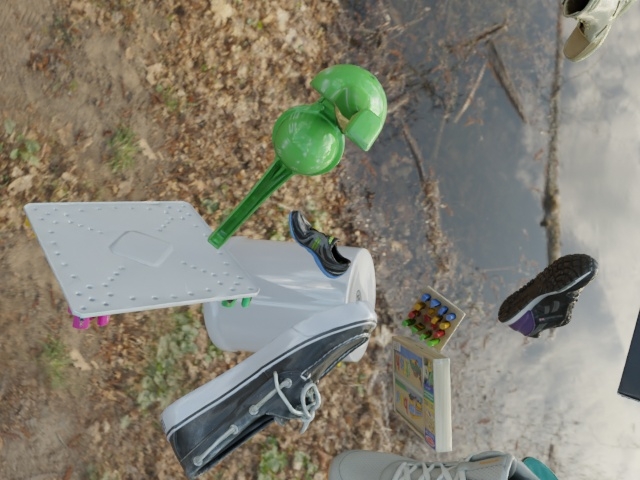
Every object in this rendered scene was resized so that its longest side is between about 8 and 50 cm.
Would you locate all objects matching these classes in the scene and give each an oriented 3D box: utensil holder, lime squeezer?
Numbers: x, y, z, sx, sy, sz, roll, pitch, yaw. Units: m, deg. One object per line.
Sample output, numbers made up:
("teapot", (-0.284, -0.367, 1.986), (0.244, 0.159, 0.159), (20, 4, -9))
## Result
("utensil holder", (-0.071, 0.157, 1.696), (0.328, 0.386, 0.327), (2, 90, -71))
("lime squeezer", (-0.007, -0.059, 0.438), (0.059, 0.310, 0.109), (24, 73, -18))

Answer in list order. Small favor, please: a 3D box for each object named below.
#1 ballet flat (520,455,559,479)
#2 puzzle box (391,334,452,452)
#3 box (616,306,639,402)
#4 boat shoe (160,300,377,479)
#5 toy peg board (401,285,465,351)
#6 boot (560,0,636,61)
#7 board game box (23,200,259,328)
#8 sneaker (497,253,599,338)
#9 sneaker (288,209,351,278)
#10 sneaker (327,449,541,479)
("ballet flat", (0.515, 0.587, 1.342), (0.086, 0.086, 0.248), (-13, 50, -35))
("puzzle box", (0.309, 0.465, 1.953), (0.052, 0.409, 0.271), (-3, 91, -10))
("box", (0.411, 0.032, 0.657), (0.184, 0.103, 0.261), (-30, 129, -50))
("boat shoe", (-0.049, 0.189, 0.778), (0.306, 0.113, 0.105), (-29, 65, -8))
("toy peg board", (0.361, 0.262, 2.050), (0.079, 0.161, 0.160), (-6, 129, -58))
("boot", (0.590, -0.496, 1.393), (0.165, 0.213, 0.077), (-9, 60, -34))
("board game box", (-0.388, 0.034, 1.336), (0.390, 0.390, 0.050), (-3, 125, -39))
("sneaker", (0.571, 0.138, 1.492), (0.124, 0.283, 0.107), (34, 44, -11))
("sneaker", (0.000, 0.000, 1.395), (0.188, 0.078, 0.067), (50, 33, -11))
("sneaker", (0.129, 0.229, 0.569), (0.099, 0.263, 0.121), (-49, 143, -50))
